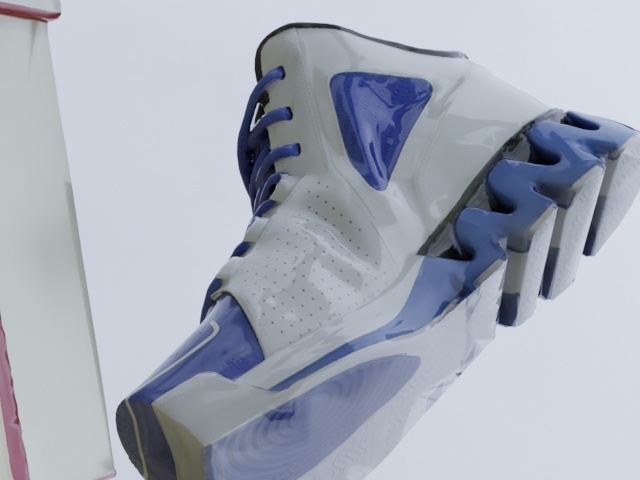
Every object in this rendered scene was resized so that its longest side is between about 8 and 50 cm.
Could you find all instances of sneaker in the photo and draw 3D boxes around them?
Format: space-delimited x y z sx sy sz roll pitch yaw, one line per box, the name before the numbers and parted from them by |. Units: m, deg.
sneaker | 0.001 -0.001 0.968 0.182 0.315 0.127 39 -33 24

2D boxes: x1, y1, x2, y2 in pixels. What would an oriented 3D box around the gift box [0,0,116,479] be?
gift box | -0.205 -0.021 0.660 0.276 0.255 0.258 -10 -91 13
